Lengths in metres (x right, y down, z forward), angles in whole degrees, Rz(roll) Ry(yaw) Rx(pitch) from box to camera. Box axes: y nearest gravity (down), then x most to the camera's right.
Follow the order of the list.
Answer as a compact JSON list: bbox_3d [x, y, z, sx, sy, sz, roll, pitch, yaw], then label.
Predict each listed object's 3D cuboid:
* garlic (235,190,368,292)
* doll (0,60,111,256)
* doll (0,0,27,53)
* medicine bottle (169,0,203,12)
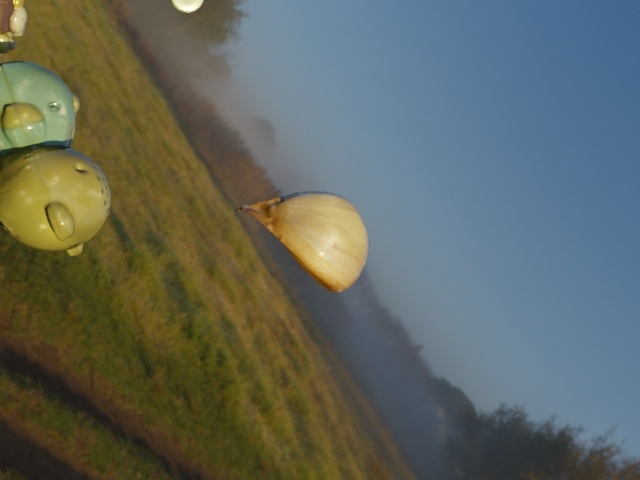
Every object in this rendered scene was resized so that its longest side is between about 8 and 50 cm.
[{"bbox_3d":[0.003,-0.009,0.933,0.128,0.115,0.207,45,2,39],"label":"garlic"},{"bbox_3d":[-0.399,-0.107,0.978,0.260,0.162,0.177,68,-18,7],"label":"doll"},{"bbox_3d":[-0.492,-0.313,1.024,0.096,0.188,0.145,16,17,-15],"label":"doll"},{"bbox_3d":[-0.191,-0.345,0.938,0.047,0.047,0.083,58,-2,-41],"label":"medicine bottle"}]
